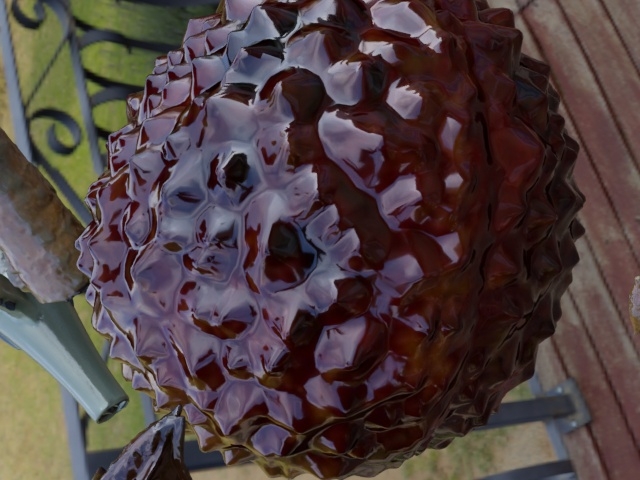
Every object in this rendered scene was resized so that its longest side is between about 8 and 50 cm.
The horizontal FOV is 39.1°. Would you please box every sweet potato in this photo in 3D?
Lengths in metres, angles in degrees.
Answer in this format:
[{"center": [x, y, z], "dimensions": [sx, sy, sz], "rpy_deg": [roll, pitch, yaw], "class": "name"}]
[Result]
[{"center": [0.418, 0.084, 1.174], "dimensions": [0.034, 0.034, 0.095], "rpy_deg": [37, 146, 46], "class": "sweet potato"}]

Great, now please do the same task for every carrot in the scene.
[{"center": [-0.330, -0.054, 0.957], "dimensions": [0.102, 0.102, 0.263], "rpy_deg": [14, 140, 51], "class": "carrot"}]

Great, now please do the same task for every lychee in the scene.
[{"center": [0.000, 0.000, 0.774], "dimensions": [0.425, 0.424, 0.500], "rpy_deg": [56, 140, 37], "class": "lychee"}]

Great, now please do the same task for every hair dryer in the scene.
[{"center": [-0.369, 0.128, 1.189], "dimensions": [0.119, 0.296, 0.298], "rpy_deg": [-42, 7, -4], "class": "hair dryer"}]

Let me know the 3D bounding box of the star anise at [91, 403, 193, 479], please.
[{"center": [-0.101, 0.159, 0.324], "dimensions": [0.158, 0.144, 0.141], "rpy_deg": [-40, 66, 46], "class": "star anise"}]
